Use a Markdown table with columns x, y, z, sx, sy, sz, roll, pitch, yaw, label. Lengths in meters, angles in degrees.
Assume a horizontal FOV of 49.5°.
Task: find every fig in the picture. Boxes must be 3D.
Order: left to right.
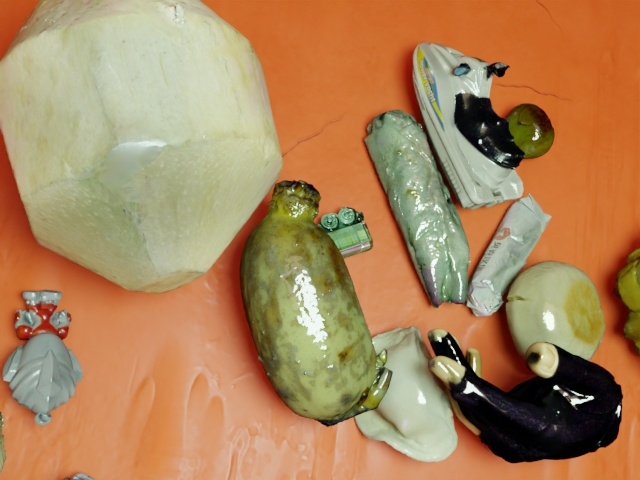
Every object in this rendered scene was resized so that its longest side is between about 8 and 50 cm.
| x | y | z | sx | sy | sz | roll | pitch | yaw | label |
| --- | --- | --- | --- | --- | --- | --- | --- | --- | --- |
| 0.313 | -0.161 | 1.079 | 0.098 | 0.082 | 0.084 | -38 | 101 | 21 | fig |

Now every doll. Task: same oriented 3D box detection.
| x | y | z | sx | sy | sz | roll | pitch | yaw | label |
| --- | --- | --- | --- | --- | --- | --- | --- | --- | --- |
| -0.343 | 0.141 | 0.860 | 0.094 | 0.079 | 0.180 | 7 | 58 | -34 | doll |

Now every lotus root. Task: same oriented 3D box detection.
| x | y | z | sx | sy | sz | roll | pitch | yaw | label |
| --- | --- | --- | --- | --- | --- | --- | --- | --- | --- |
| -0.019 | 0.079 | 0.873 | 0.173 | 0.173 | 0.309 | -16 | 90 | -15 | lotus root |

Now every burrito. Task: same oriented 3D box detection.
| x | y | z | sx | sy | sz | roll | pitch | yaw | label |
| --- | --- | --- | --- | --- | --- | --- | --- | --- | --- |
| 0.150 | -0.052 | 1.013 | 0.096 | 0.066 | 0.309 | -16 | 78 | -10 | burrito |
| 0.274 | 0.024 | 1.021 | 0.064 | 0.064 | 0.203 | 34 | 70 | -1 | burrito |

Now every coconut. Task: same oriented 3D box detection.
| x | y | z | sx | sy | sz | roll | pitch | yaw | label |
| --- | --- | --- | --- | --- | --- | --- | --- | --- | --- |
| -0.206 | -0.110 | 0.820 | 0.352 | 0.352 | 0.353 | 3 | 74 | -11 | coconut |

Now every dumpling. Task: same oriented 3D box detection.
| x | y | z | sx | sy | sz | roll | pitch | yaw | label |
| --- | --- | --- | --- | --- | --- | --- | --- | --- | --- |
| 0.100 | 0.211 | 0.917 | 0.134 | 0.100 | 0.169 | -24 | 88 | 13 | dumpling |

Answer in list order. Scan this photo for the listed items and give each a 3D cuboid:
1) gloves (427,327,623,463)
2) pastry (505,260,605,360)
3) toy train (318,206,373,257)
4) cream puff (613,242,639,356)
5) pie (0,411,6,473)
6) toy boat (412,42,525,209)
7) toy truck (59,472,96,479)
| x | y | z | sx | sy | sz | roll | pitch | yaw | label |
| --- | --- | --- | --- | --- | --- | --- | --- | --- | --- |
| 0.254 | 0.192 | 0.867 | 0.301 | 0.197 | 0.152 | 29 | 44 | -17 | gloves |
| 0.329 | 0.105 | 0.973 | 0.156 | 0.092 | 0.156 | 14 | 66 | -34 | pastry |
| 0.000 | 0.000 | 0.982 | 0.147 | 0.038 | 0.071 | -17 | 78 | -14 | toy train |
| 0.546 | 0.087 | 0.985 | 0.244 | 0.196 | 0.244 | 5 | 114 | 12 | cream puff |
| -0.465 | 0.239 | 0.805 | 0.193 | 0.079 | 0.163 | 17 | 76 | -6 | pie |
| 0.222 | -0.182 | 1.021 | 0.140 | 0.141 | 0.270 | -11 | 86 | -14 | toy boat |
| -0.310 | 0.375 | 0.775 | 0.110 | 0.116 | 0.216 | 35 | 71 | 0 | toy truck |
